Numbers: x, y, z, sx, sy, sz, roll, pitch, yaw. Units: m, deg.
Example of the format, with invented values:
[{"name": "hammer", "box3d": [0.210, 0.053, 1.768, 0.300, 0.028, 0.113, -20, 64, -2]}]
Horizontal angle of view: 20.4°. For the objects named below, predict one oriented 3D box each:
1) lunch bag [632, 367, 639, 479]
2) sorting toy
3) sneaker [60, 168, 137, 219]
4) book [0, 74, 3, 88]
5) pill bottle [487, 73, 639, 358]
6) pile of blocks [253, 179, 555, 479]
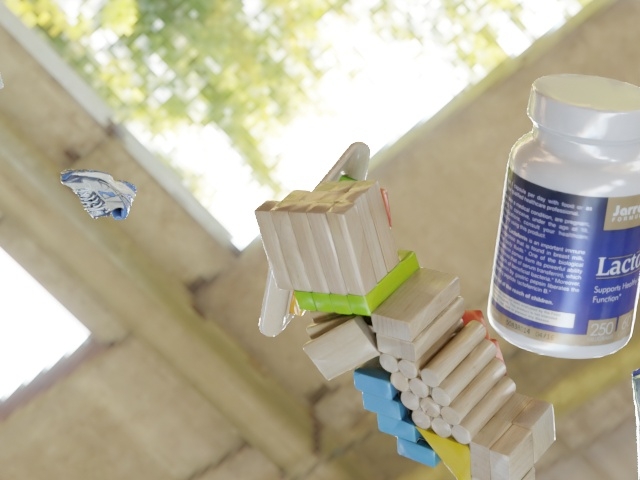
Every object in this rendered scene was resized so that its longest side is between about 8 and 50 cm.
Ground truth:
[{"name": "lunch bag", "box3d": [0.378, 0.175, 1.733, 0.151, 0.096, 0.128, 141, -50, -63]}, {"name": "sorting toy", "box3d": [0.000, 0.000, 2.201, 0.208, 0.038, 0.193, -46, 154, -47]}, {"name": "sneaker", "box3d": [-0.295, -0.059, 2.375, 0.052, 0.135, 0.058, 2, -101, 37]}, {"name": "book", "box3d": [-0.340, -0.133, 1.508, 0.096, 0.035, 0.144, -22, -158, -27]}, {"name": "pill bottle", "box3d": [0.259, -0.027, 1.811, 0.153, 0.264, 0.153, 4, -157, -2]}, {"name": "pile of blocks", "box3d": [0.086, 0.088, 1.623, 0.149, 0.362, 0.112, -27, -170, 48]}]
